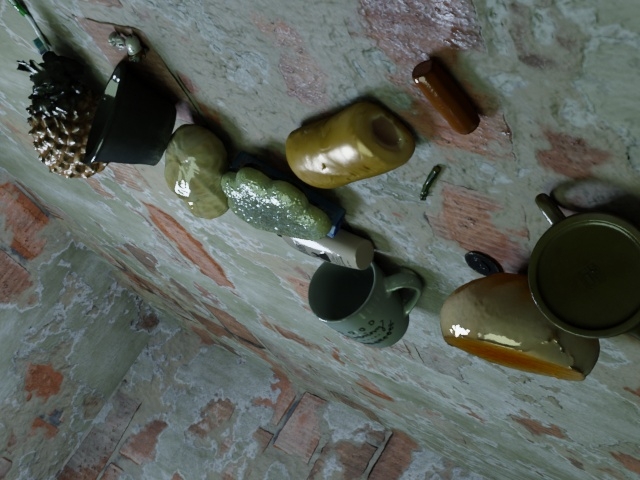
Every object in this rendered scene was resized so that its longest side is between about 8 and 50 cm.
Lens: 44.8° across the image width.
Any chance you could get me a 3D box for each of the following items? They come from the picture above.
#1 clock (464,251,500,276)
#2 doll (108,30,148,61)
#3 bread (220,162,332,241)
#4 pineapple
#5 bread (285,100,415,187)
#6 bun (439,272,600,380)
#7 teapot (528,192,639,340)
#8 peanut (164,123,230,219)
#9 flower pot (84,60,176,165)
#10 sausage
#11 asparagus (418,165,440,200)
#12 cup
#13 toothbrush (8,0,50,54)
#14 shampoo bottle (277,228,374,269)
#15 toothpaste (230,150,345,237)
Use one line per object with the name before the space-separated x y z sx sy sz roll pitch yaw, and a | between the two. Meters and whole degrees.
clock | 0.319 0.048 1.536 0.074 0.010 0.083 15 154 41
doll | -0.384 -0.384 1.543 0.085 0.040 0.058 11 139 37
bread | -0.116 -0.084 1.680 0.286 0.056 0.207 9 149 41
pineapple | -0.607 -0.318 1.831 0.223 0.223 0.357 27 151 17
bread | 0.038 -0.156 1.369 0.142 0.091 0.305 34 162 -20
bun | 0.379 0.147 1.454 0.299 0.165 0.299 16 169 3
teapot | 0.408 0.040 1.167 0.268 0.185 0.175 59 -162 14
peanut | -0.274 -0.147 1.781 0.152 0.152 0.313 28 162 13
flower pot | -0.402 -0.250 1.679 0.148 0.235 0.235 20 167 -24
sausage | 0.182 -0.201 1.105 0.039 0.041 0.131 -21 127 40
asparagus | 0.191 -0.099 1.373 0.018 0.015 0.127 32 161 7
cup | 0.138 0.147 1.857 0.258 0.186 0.234 -17 143 30
toothbrush | -0.657 -0.513 1.681 0.030 0.030 0.304 26 157 19
shampoo bottle | 0.000 0.000 1.811 0.257 0.078 0.127 19 157 36
toothpaste | -0.074 -0.101 1.720 0.272 0.053 0.066 31 161 7
